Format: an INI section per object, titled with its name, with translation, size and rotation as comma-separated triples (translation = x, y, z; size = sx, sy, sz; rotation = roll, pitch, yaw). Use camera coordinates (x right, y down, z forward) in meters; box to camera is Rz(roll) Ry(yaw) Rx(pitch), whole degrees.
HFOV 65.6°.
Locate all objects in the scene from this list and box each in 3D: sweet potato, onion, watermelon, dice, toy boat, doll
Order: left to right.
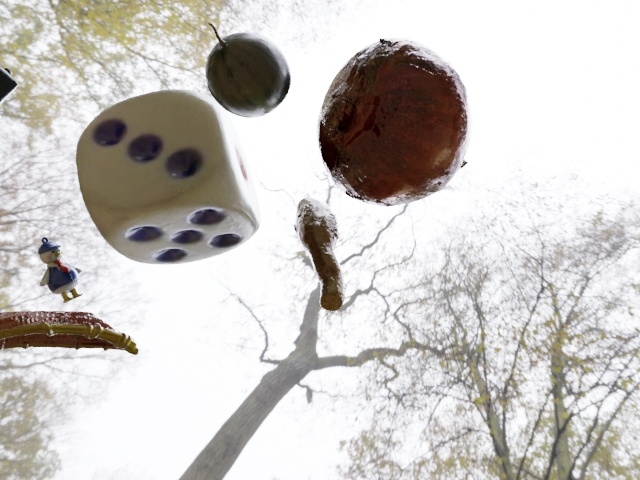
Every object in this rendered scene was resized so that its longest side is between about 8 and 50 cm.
[toy boat]
translation = -0.493, 0.175, 0.886
size = 0.141, 0.318, 0.099
rotation = -35, -120, 53
[doll]
translation = -0.540, 0.059, 1.023
size = 0.057, 0.099, 0.143
rotation = -22, -87, 27
[dice]
translation = -0.313, -0.124, 1.085
size = 0.304, 0.304, 0.277
rotation = -17, -109, 1
[watermelon]
translation = -0.098, -0.217, 0.627
size = 0.105, 0.105, 0.133
rotation = -32, -47, 16
[sweet potato]
translation = 0.000, 0.000, 1.163
size = 0.109, 0.385, 0.109
rotation = -6, -54, -8
[onion]
translation = 0.114, -0.193, 0.823
size = 0.276, 0.276, 0.276
rotation = 2, -80, 12

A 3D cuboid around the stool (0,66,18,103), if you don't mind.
[stool]
translation = -0.684, -0.324, 0.907
size = 0.232, 0.232, 0.141
rotation = 42, -102, 3
